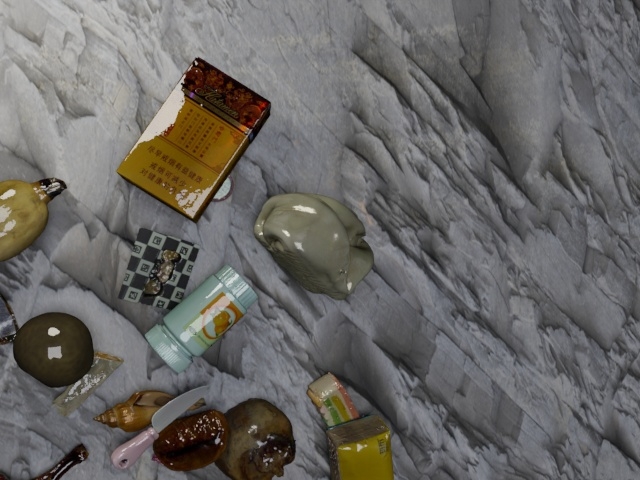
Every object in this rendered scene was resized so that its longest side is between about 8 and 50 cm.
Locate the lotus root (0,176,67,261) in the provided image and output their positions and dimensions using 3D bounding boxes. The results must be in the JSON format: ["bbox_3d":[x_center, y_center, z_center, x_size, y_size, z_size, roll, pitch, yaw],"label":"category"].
[{"bbox_3d":[-0.824,-0.071,1.674,0.310,0.183,0.183,-43,103,-13],"label":"lotus root"}]

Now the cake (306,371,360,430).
[{"bbox_3d":[0.054,0.543,1.998,0.109,0.090,0.225,-33,101,-17],"label":"cake"}]

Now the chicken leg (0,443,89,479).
[{"bbox_3d":[-0.845,0.692,1.737,0.407,0.096,0.158,-15,77,-18],"label":"chicken leg"}]

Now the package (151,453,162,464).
[{"bbox_3d":[-0.463,0.632,1.875,0.059,0.029,0.083,31,73,-10],"label":"package"}]

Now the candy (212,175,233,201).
[{"bbox_3d":[-0.314,-0.167,1.886,0.103,0.043,0.103,0,91,-18],"label":"candy"}]

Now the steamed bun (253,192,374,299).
[{"bbox_3d":[0.000,0.000,1.840,0.255,0.342,0.367,-48,121,-13],"label":"steamed bun"}]

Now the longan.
[{"bbox_3d":[-0.724,0.297,1.706,0.198,0.198,0.212,-35,87,-13],"label":"longan"}]

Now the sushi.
[{"bbox_3d":[-0.481,0.084,1.840,0.192,0.050,0.215,19,91,-32],"label":"sushi"}]

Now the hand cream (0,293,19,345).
[{"bbox_3d":[-0.888,0.208,1.734,0.062,0.039,0.163,-18,103,-17],"label":"hand cream"}]

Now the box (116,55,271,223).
[{"bbox_3d":[-0.355,-0.290,1.805,0.264,0.116,0.415,32,81,-2],"label":"box"}]

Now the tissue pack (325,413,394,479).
[{"bbox_3d":[0.132,0.718,1.982,0.192,0.134,0.270,-12,107,-17],"label":"tissue pack"}]

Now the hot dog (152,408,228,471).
[{"bbox_3d":[-0.375,0.585,1.833,0.227,0.099,0.160,-13,59,2],"label":"hot dog"}]

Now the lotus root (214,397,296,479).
[{"bbox_3d":[-0.187,0.631,1.888,0.272,0.192,0.272,-1,93,-24],"label":"lotus root"}]

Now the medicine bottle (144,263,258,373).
[{"bbox_3d":[-0.341,0.224,1.831,0.318,0.158,0.158,-43,103,-11],"label":"medicine bottle"}]

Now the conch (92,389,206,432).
[{"bbox_3d":[-0.499,0.496,1.839,0.330,0.093,0.109,-1,74,-36],"label":"conch"}]

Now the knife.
[{"bbox_3d":[-0.462,0.522,1.800,0.336,0.043,0.081,-42,131,-19],"label":"knife"}]

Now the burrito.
[{"bbox_3d":[-0.674,0.406,1.788,0.087,0.060,0.226,45,79,-19],"label":"burrito"}]
